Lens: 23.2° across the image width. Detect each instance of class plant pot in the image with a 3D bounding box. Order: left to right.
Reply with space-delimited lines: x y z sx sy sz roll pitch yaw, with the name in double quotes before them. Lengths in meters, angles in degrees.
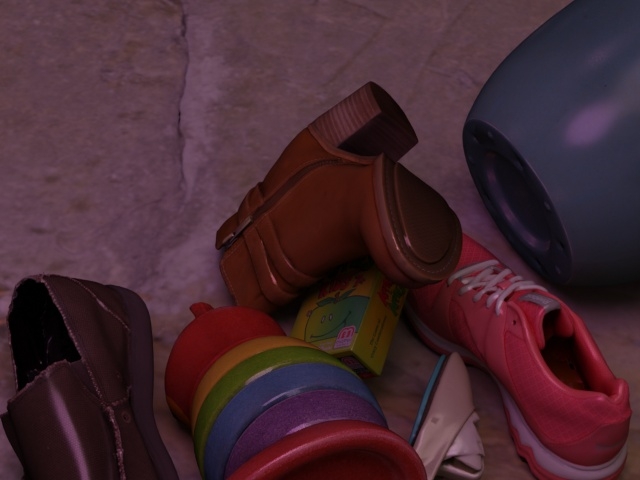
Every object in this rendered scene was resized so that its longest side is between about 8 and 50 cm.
"plant pot" 0.280 -0.091 1.487 0.235 0.293 0.293 -31 60 -11

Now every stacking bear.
"stacking bear" -0.043 0.151 1.285 0.164 0.175 0.289 -43 34 0

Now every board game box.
"board game box" 0.034 0.046 1.436 0.043 0.092 0.181 44 50 -29

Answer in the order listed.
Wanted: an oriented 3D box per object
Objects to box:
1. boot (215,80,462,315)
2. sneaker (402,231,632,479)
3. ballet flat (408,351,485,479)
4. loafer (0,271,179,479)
"boot" 0.000 0.000 1.389 0.109 0.220 0.283 35 22 -36
"sneaker" 0.182 0.074 1.418 0.116 0.136 0.314 -24 57 -26
"ballet flat" 0.094 0.209 1.330 0.086 0.086 0.248 23 60 11
"loafer" -0.207 0.170 1.265 0.130 0.134 0.366 29 29 -35
